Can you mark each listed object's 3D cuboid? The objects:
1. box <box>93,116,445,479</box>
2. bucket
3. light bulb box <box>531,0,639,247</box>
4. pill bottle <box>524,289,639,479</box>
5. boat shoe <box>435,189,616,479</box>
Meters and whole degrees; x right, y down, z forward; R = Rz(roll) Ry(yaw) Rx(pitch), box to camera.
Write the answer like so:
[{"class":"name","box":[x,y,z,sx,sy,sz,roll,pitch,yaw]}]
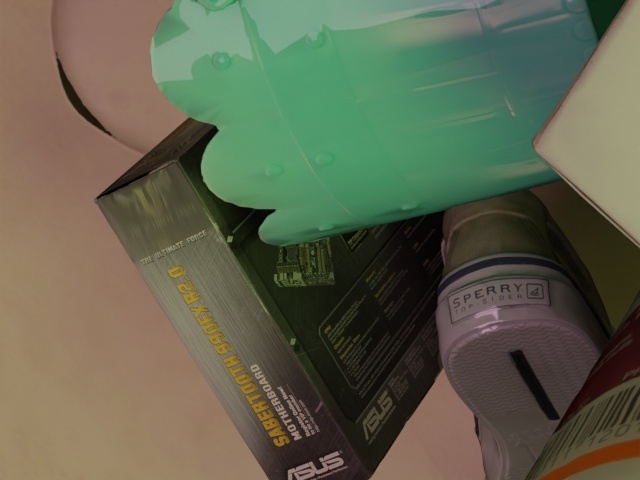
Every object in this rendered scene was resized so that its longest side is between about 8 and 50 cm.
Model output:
[{"class":"box","box":[0.000,0.000,0.991,0.056,0.231,0.183,-25,104,32]},{"class":"bucket","box":[0.050,-0.142,0.868,0.183,0.281,0.281,-10,112,22]},{"class":"light bulb box","box":[0.315,-0.137,0.623,0.225,0.358,0.361,45,139,15]},{"class":"pill bottle","box":[0.221,0.100,0.831,0.224,0.392,0.224,13,122,22]},{"class":"boat shoe","box":[0.130,0.075,1.013,0.109,0.094,0.302,-7,147,13]}]
